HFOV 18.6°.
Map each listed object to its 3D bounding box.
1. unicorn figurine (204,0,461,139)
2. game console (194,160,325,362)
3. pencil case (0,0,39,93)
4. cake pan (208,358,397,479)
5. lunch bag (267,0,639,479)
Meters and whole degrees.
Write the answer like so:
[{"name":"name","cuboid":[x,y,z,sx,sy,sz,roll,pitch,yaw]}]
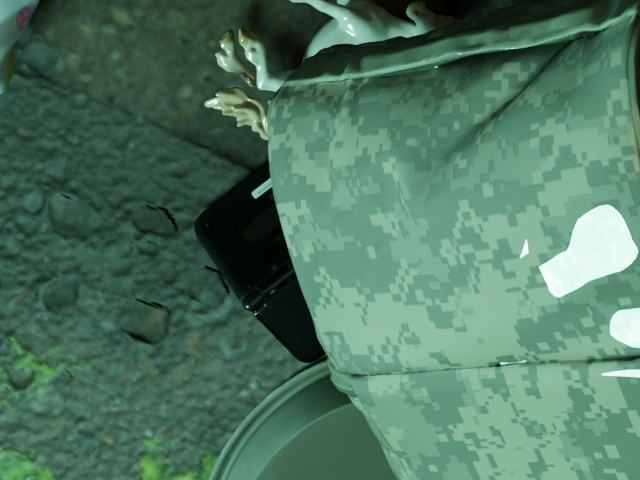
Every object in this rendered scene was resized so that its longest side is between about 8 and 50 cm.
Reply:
[{"name":"unicorn figurine","cuboid":[0.011,-0.123,1.218,0.111,0.060,0.162,39,114,-15]},{"name":"game console","cuboid":[0.000,0.000,1.263,0.122,0.071,0.107,-37,70,6]},{"name":"pencil case","cuboid":[-0.187,-0.222,1.157,0.124,0.113,0.273,14,106,-45]},{"name":"cake pan","cuboid":[0.063,0.213,1.289,0.293,0.054,0.293,0,103,-1]},{"name":"lunch bag","cuboid":[0.134,-0.013,1.091,0.305,0.212,0.256,-6,125,44]}]
